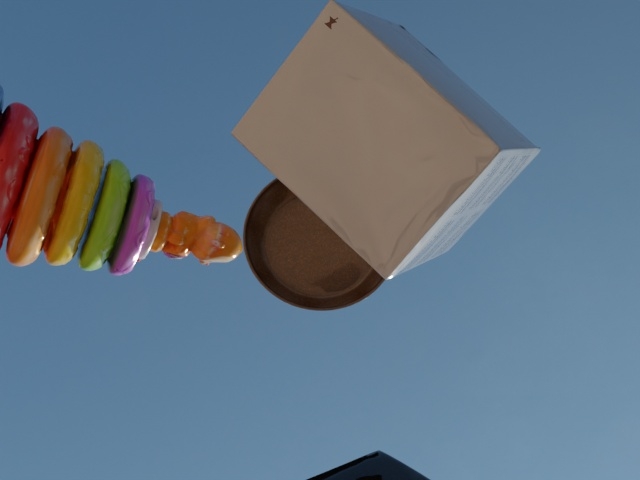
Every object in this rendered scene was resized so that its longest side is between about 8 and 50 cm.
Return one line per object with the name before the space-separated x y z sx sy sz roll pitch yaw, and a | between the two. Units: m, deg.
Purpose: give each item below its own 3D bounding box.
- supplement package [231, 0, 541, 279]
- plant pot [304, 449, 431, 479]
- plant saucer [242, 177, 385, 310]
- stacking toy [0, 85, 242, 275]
supplement package | 0.067 -0.091 0.905 0.194 0.203 0.149 44 -71 12
plant pot | 0.052 0.279 0.699 0.167 0.188 0.187 13 -81 34
plant saucer | 0.000 0.000 1.273 0.198 0.199 0.036 45 -16 13
stacking toy | -0.221 -0.028 0.991 0.175 0.302 0.165 180 -73 -71
